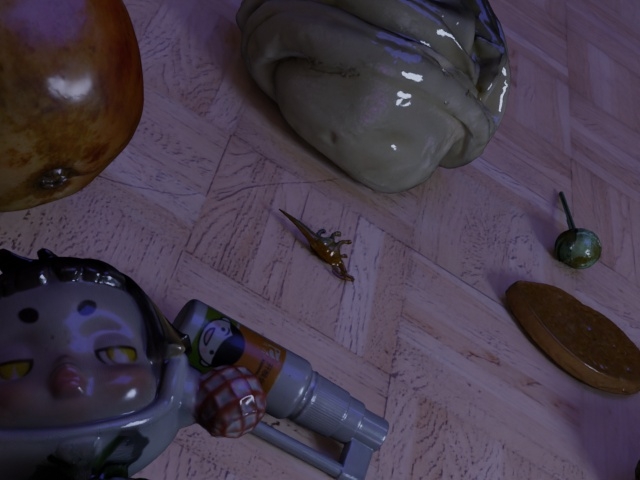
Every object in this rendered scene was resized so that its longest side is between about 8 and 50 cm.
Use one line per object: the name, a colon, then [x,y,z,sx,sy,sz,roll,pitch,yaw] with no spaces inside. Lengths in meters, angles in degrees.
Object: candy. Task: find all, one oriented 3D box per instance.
candy: [0.341,-0.022,1.893,0.061,0.061,0.202,30,24,-14]

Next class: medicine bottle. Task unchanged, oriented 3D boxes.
medicine bottle: [-0.041,0.142,1.259,0.220,0.061,0.092,30,56,-14]

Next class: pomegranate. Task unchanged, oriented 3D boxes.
pomegranate: [-0.282,-0.162,1.210,0.229,0.252,0.270,-17,64,-23]

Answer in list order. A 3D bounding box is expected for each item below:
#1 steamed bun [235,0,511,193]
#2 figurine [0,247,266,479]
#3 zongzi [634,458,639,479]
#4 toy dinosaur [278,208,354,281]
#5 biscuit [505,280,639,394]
steamed bun: [0.089,-0.244,1.715,0.352,0.247,0.339,-2,51,-54]
figurine: [-0.173,0.163,0.993,0.281,0.167,0.370,-8,57,-15]
zongzi: [0.461,0.250,1.594,0.260,0.123,0.289,27,23,-14]
toy dinosaur: [0.002,-0.001,1.513,0.113,0.026,0.041,50,48,2]
biscuit: [0.317,0.122,1.684,0.220,0.029,0.142,30,31,-16]
